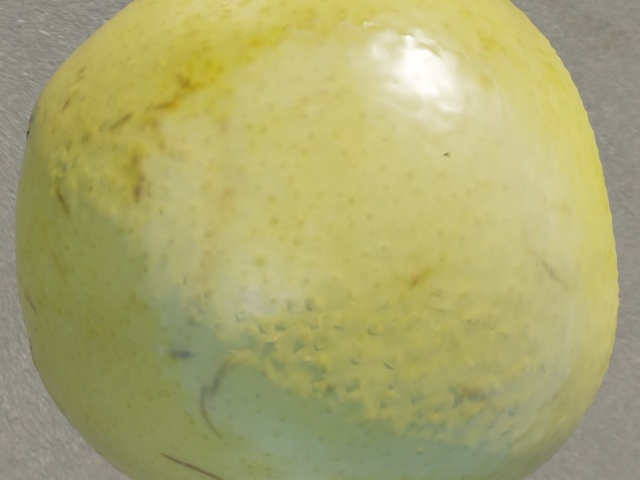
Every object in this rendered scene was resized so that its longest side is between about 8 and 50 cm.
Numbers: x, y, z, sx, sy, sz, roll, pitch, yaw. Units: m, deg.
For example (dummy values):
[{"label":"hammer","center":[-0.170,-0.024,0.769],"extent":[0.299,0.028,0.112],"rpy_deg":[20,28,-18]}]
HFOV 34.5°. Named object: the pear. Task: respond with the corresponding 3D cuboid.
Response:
[{"label":"pear","center":[0.000,0.000,0.592],"extent":[0.348,0.348,0.348],"rpy_deg":[-6,105,-23]}]
